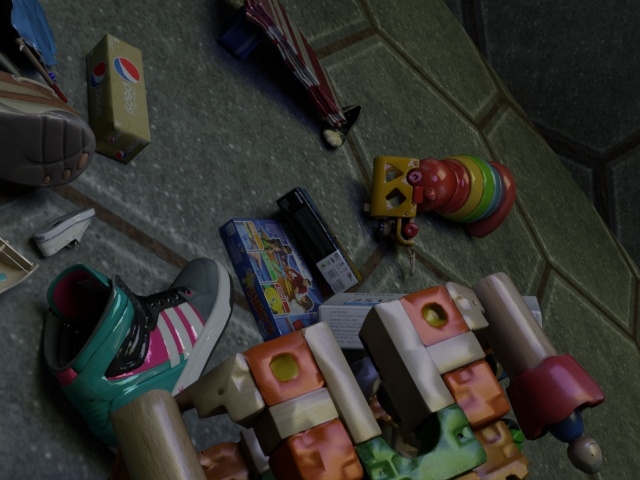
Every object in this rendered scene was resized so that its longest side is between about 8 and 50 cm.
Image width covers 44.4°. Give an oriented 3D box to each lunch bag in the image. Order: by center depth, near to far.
[{"bbox_3d":[-0.144,-0.388,1.470,0.065,0.067,0.098,41,30,-26],"label":"lunch bag"}]

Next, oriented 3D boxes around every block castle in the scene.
[{"bbox_3d":[0.030,0.227,0.752,0.453,0.303,0.213,-15,63,-28],"label":"block castle"}]

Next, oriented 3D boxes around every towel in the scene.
[{"bbox_3d":[-0.063,-0.387,1.518,0.329,0.037,0.237,48,18,-43],"label":"towel"}]

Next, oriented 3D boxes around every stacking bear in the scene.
[{"bbox_3d":[0.294,-0.114,1.735,0.289,0.164,0.176,3,58,-48],"label":"stacking bear"}]

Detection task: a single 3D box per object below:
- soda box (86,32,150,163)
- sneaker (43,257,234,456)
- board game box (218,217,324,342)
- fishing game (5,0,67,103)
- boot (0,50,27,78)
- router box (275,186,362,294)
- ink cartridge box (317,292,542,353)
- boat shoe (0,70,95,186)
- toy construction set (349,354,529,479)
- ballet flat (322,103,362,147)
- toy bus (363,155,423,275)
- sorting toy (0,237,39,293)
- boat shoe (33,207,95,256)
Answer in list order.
[{"bbox_3d":[-0.286,-0.201,1.104,0.061,0.058,0.181,22,43,-43],"label":"soda box"},{"bbox_3d":[-0.212,0.080,0.886,0.178,0.123,0.296,51,31,-25],"label":"sneaker"},{"bbox_3d":[-0.062,0.062,1.183,0.136,0.035,0.201,1,60,-53],"label":"board game box"},{"bbox_3d":[-0.397,-0.313,1.022,0.189,0.041,0.264,76,-7,-68],"label":"fishing game"},{"bbox_3d":[-0.430,-0.273,0.953,0.236,0.085,0.179,40,31,-26],"label":"boot"},{"bbox_3d":[0.000,0.000,1.268,0.179,0.046,0.133,57,5,1],"label":"router box"},{"bbox_3d":[0.165,0.111,1.150,0.261,0.296,0.066,-15,105,-77],"label":"ink cartridge box"},{"bbox_3d":[-0.408,-0.142,0.840,0.324,0.123,0.116,15,31,-42],"label":"boat shoe"},{"bbox_3d":[0.110,0.278,1.110,0.308,0.237,0.258,-27,116,-42],"label":"toy construction set"},{"bbox_3d":[0.043,-0.239,1.601,0.057,0.049,0.173,46,32,-13],"label":"ballet flat"},{"bbox_3d":[0.136,-0.065,1.508,0.104,0.191,0.202,5,40,3],"label":"toy bus"},{"bbox_3d":[-0.353,0.029,0.813,0.083,0.044,0.075,45,40,-17],"label":"sorting toy"},{"bbox_3d":[-0.300,-0.009,0.932,0.100,0.035,0.035,-53,133,-62],"label":"boat shoe"}]
